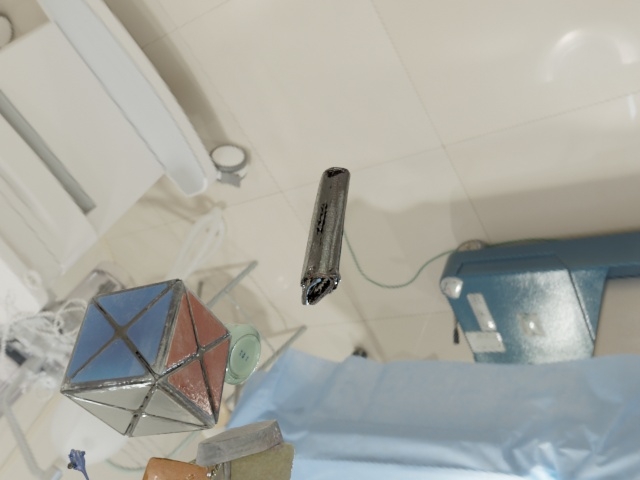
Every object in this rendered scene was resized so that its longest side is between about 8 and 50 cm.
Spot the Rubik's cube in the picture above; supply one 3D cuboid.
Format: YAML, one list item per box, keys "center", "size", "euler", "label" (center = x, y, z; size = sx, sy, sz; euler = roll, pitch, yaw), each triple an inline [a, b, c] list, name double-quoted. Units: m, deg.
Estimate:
- center: [-0.373, 0.266, 1.458]
  size: [0.260, 0.259, 0.255]
  euler: [-9, 138, 20]
  label: "Rubik's cube"

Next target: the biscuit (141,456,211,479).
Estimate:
- center: [-0.244, 0.539, 1.218]
  size: [0.306, 0.284, 0.043]
  euler: [53, 177, 17]
  label: "biscuit"

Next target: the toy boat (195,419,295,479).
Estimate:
- center: [-0.188, 0.626, 1.787]
  size: [0.111, 0.276, 0.293]
  euler: [-11, 102, 53]
  label: "toy boat"

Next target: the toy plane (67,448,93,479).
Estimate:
- center: [-0.746, 0.707, 2.050]
  size: [0.167, 0.062, 0.054]
  euler: [40, 179, 40]
  label: "toy plane"

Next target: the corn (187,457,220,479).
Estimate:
- center: [-0.382, 0.660, 1.786]
  size: [0.086, 0.253, 0.086]
  euler: [18, 117, 41]
  label: "corn"

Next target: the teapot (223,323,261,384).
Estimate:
- center: [-0.249, 0.281, 1.701]
  size: [0.159, 0.159, 0.232]
  euler: [1, 144, 29]
  label: "teapot"

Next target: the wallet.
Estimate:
- center: [0.000, 0.000, 1.302]
  size: [0.071, 0.221, 0.262]
  euler: [7, 162, -6]
  label: "wallet"
